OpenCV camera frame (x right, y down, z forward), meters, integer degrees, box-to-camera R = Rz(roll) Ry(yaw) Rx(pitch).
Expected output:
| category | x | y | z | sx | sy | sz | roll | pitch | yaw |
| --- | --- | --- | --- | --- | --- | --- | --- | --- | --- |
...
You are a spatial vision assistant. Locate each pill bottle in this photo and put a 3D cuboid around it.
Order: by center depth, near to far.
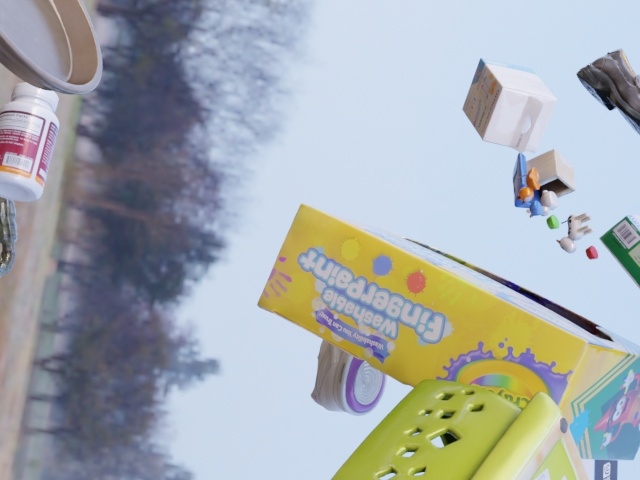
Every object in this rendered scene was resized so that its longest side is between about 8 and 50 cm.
| category | x | y | z | sx | sy | sz | roll | pitch | yaw |
| --- | --- | --- | --- | --- | --- | --- | --- | --- | --- |
| pill bottle | -0.413 | -0.138 | 1.915 | 0.086 | 0.086 | 0.152 | 131 | -29 | -67 |

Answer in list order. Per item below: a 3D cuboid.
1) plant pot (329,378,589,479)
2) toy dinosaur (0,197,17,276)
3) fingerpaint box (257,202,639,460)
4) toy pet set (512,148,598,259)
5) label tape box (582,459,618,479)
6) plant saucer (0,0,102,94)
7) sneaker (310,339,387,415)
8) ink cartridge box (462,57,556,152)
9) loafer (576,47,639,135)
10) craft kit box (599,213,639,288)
| category | x | y | z | sx | sy | sz | roll | pitch | yaw |
| --- | --- | --- | --- | --- | --- | --- | --- | --- | --- |
| plant pot | 0.177 | 0.302 | 1.535 | 0.207 | 0.227 | 0.228 | -7 | -155 | 40 |
| toy dinosaur | -0.591 | -0.064 | 2.534 | 0.118 | 0.064 | 0.268 | 15 | -72 | 63 |
| fingerpaint box | 0.203 | 0.124 | 1.854 | 0.445 | 0.371 | 0.163 | 27 | -84 | 32 |
| toy pet set | 0.225 | -0.039 | 1.433 | 0.065 | 0.122 | 0.114 | -25 | -132 | 32 |
| label tape box | 0.364 | 0.315 | 2.158 | 0.106 | 0.240 | 0.334 | 8 | -77 | 41 |
| plant saucer | -0.352 | -0.281 | 1.579 | 0.041 | 0.278 | 0.278 | -31 | -148 | 16 |
| sneaker | 0.057 | 0.141 | 2.288 | 0.152 | 0.114 | 0.305 | -8 | -124 | 54 |
| ink cartridge box | 0.283 | -0.200 | 2.059 | 0.143 | 0.090 | 0.092 | -109 | -147 | -61 |
| loafer | 0.355 | -0.161 | 1.532 | 0.061 | 0.062 | 0.170 | -43 | -132 | 5 |
| craft kit box | 0.498 | 0.069 | 1.830 | 0.061 | 0.250 | 0.246 | -44 | 164 | 25 |
